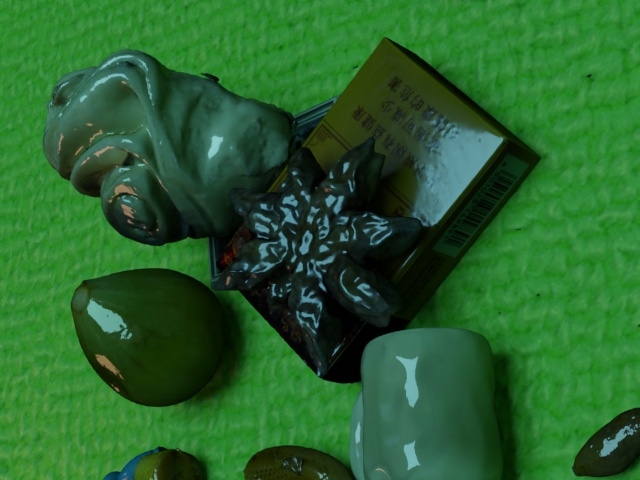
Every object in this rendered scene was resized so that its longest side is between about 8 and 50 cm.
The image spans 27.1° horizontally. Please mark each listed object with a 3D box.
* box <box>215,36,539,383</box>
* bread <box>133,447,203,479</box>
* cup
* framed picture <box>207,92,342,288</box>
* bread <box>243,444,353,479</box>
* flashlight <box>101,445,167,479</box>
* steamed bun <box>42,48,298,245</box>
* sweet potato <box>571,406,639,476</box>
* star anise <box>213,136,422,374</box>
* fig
[{"bbox_3d":[0.066,-0.037,1.825,0.264,0.116,0.415,44,105,31],"label":"box"},{"bbox_3d":[-0.225,0.428,1.942,0.094,0.102,0.245,-13,68,38],"label":"bread"},{"bbox_3d":[0.105,0.237,1.686,0.255,0.173,0.202,-16,65,34],"label":"cup"},{"bbox_3d":[-0.071,-0.074,2.026,0.296,0.019,0.232,-22,63,32],"label":"framed picture"},{"bbox_3d":[-0.021,0.339,1.822,0.189,0.077,0.114,13,105,40],"label":"bread"},{"bbox_3d":[-0.287,0.359,2.047,0.129,0.051,0.051,-39,55,22],"label":"flashlight"},{"bbox_3d":[-0.240,-0.112,1.947,0.394,0.346,0.237,10,77,21],"label":"steamed bun"},{"bbox_3d":[0.385,0.219,1.545,0.218,0.051,0.065,-32,55,26],"label":"sweet potato"},{"bbox_3d":[-0.010,0.016,1.730,0.315,0.108,0.315,-6,75,24],"label":"star anise"},{"bbox_3d":[-0.261,0.143,1.983,0.207,0.230,0.207,-174,90,-81],"label":"fig"}]
